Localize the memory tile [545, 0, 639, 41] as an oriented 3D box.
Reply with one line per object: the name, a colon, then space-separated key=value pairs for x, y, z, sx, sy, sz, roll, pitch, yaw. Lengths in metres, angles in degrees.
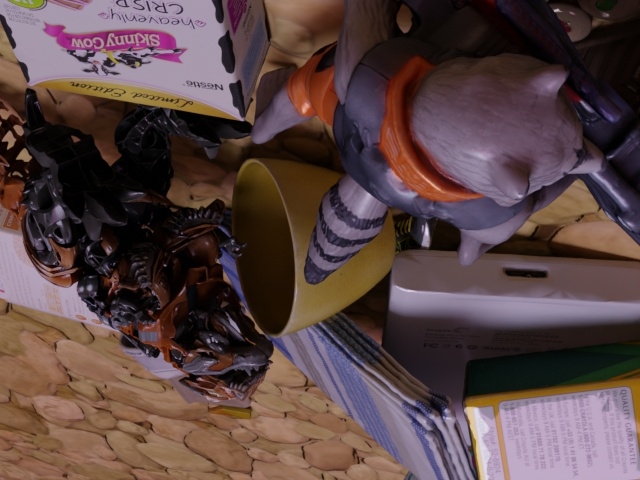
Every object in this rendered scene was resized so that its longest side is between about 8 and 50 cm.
memory tile: x=0.128 y=-0.168 z=0.864 sx=0.148 sy=0.012 sz=0.113 roll=33 pitch=148 yaw=-28

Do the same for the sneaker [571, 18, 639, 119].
sneaker: x=0.186 y=-0.088 z=0.916 sx=0.066 sy=0.071 sz=0.188 roll=30 pitch=149 yaw=-24

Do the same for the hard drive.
hard drive: x=0.152 y=0.101 z=1.274 sx=0.203 sy=0.040 sz=0.307 roll=3 pitch=152 yaw=0

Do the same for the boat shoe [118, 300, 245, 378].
boat shoe: x=-0.133 y=0.085 z=1.419 sx=0.063 sy=0.066 sz=0.184 roll=29 pitch=160 yaw=-22

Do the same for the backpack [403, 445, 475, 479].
backpack: x=0.183 y=0.298 z=1.458 sx=0.253 sy=0.225 sz=0.191 roll=13 pitch=155 yaw=35

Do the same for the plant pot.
plant pot: x=0.000 y=0.000 z=1.136 sx=0.095 sy=0.134 sz=0.134 roll=-8 pitch=159 yaw=-21

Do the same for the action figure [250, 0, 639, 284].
action figure: x=0.093 y=-0.031 z=0.884 sx=0.341 sy=0.178 sz=0.330 roll=43 pitch=171 yaw=-1

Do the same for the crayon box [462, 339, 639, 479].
crayon box: x=0.285 y=0.179 z=1.170 sx=0.323 sy=0.083 sz=0.203 roll=-8 pitch=108 yaw=11

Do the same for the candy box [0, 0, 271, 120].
candy box: x=-0.126 y=-0.176 z=0.923 sx=0.159 sy=0.071 sz=0.233 roll=10 pitch=152 yaw=13

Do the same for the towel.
towel: x=0.022 y=0.104 z=1.252 sx=0.285 sy=0.034 sz=0.209 roll=40 pitch=165 yaw=32

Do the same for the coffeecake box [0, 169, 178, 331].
coffeecake box: x=-0.208 y=0.013 z=1.312 sx=0.185 sy=0.068 sz=0.142 roll=15 pitch=152 yaw=3

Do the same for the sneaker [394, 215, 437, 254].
sneaker: x=0.068 y=-0.003 z=1.175 sx=0.035 sy=0.031 sz=0.083 roll=17 pitch=152 yaw=1

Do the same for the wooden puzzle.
wooden puzzle: x=-0.115 y=0.154 z=1.581 sx=0.078 sy=0.014 sz=0.116 roll=4 pitch=150 yaw=14

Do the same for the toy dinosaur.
toy dinosaur: x=-0.163 y=-0.014 z=1.111 sx=0.322 sy=0.164 sz=0.218 roll=25 pitch=142 yaw=-2
